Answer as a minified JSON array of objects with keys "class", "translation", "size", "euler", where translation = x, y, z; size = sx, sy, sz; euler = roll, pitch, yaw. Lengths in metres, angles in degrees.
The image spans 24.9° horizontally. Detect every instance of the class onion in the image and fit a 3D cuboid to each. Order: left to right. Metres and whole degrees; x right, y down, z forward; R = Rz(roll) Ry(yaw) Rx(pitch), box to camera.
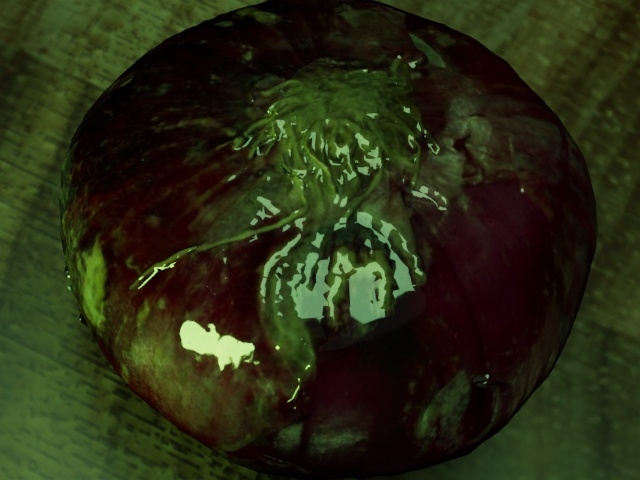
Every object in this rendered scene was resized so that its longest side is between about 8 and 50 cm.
[{"class":"onion","translation":[0.000,0.000,0.674],"size":[0.246,0.190,0.246],"euler":[6,45,-6]}]
